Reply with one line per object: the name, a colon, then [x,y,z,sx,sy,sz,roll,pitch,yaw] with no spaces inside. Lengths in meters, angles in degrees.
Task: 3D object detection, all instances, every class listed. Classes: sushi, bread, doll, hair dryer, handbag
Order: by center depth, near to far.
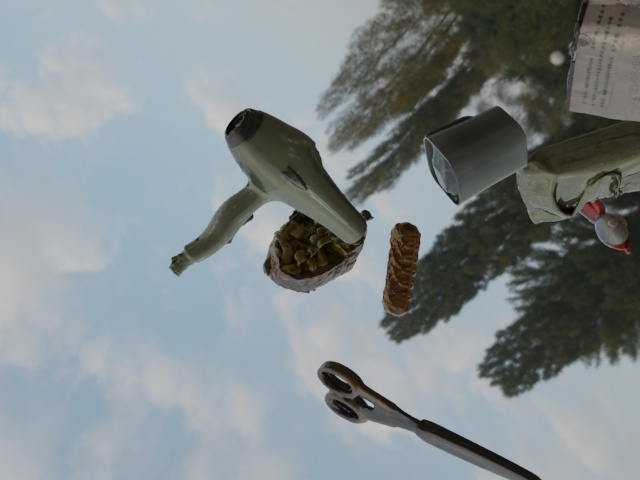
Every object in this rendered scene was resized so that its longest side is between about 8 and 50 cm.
hair dryer: [-0.047,-0.027,0.850,0.218,0.225,0.088,18,-162,-27]
bread: [0.133,0.047,1.141,0.052,0.157,0.044,6,-176,-23]
sushi: [0.000,0.002,1.321,0.166,0.179,0.296,30,-151,31]
handbag: [0.576,-0.142,1.471,0.253,0.315,0.109,56,-163,-61]
doll: [0.757,-0.060,1.863,0.245,0.076,0.142,58,-176,33]

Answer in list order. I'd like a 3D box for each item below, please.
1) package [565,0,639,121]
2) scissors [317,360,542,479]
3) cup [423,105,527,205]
package: [0.495,-0.273,1.082,0.203,0.251,0.062,18,-122,24]
scissors: [0.093,0.171,0.627,0.220,0.088,0.017,19,-129,30]
cup: [0.221,-0.135,1.031,0.128,0.129,0.095,59,173,42]
